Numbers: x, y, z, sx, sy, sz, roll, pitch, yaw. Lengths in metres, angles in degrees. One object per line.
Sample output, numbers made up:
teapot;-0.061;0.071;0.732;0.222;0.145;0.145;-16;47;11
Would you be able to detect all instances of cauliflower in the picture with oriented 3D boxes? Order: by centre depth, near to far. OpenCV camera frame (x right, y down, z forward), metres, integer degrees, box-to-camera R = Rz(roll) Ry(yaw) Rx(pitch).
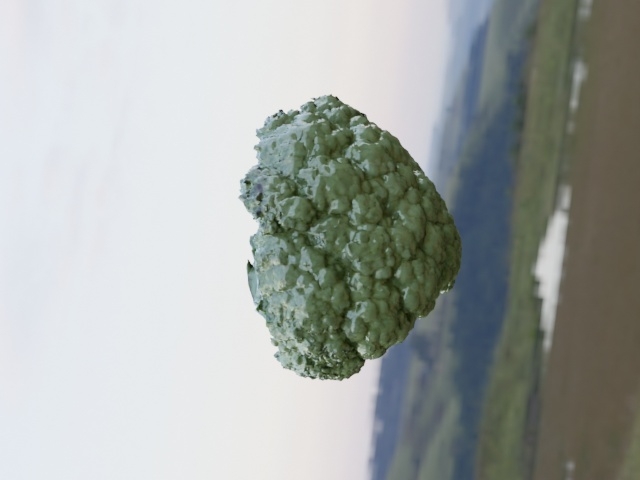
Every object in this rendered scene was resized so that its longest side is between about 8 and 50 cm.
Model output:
cauliflower;0.000;0.000;1.805;0.275;0.272;0.250;-30;-4;-44
